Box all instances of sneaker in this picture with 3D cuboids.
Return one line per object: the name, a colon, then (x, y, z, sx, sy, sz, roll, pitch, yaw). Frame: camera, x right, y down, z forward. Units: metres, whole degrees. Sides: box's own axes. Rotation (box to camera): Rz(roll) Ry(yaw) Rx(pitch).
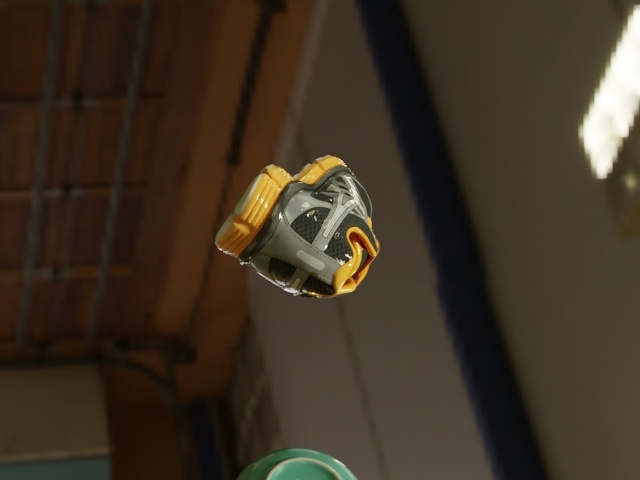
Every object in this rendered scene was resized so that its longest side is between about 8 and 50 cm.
sneaker: (0.000, 0.000, 1.174, 0.084, 0.083, 0.215, -59, 170, 13)

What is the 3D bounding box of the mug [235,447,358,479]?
mug: (-0.008, 0.251, 1.580, 0.097, 0.158, 0.129, 104, 3, -49)
